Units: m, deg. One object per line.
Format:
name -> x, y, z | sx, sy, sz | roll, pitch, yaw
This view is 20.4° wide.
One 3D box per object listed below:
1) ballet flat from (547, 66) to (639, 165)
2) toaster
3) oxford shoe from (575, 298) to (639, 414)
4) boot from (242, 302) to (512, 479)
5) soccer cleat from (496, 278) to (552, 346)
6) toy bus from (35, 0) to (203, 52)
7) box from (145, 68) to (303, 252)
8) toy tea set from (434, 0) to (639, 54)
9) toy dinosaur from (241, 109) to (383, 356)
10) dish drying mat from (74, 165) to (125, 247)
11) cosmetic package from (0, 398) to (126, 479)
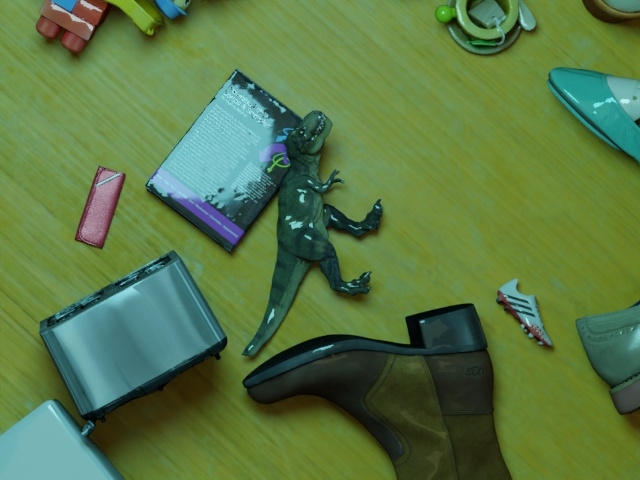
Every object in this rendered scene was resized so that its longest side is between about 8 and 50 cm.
ballet flat -> 0.355, -0.117, 1.893 | 0.247, 0.083, 0.087 | 44, 117, -3
toaster -> -0.190, 0.098, 1.793 | 0.168, 0.185, 0.110 | -29, 97, -5
oxford shoe -> 0.432, 0.042, 1.872 | 0.348, 0.123, 0.130 | -32, 82, -7
boot -> 0.072, 0.229, 1.866 | 0.264, 0.096, 0.280 | -13, 93, -12
soccer cleat -> 0.224, 0.078, 1.900 | 0.035, 0.029, 0.083 | -43, 84, -2
toy bus -> -0.197, -0.285, 1.855 | 0.220, 0.149, 0.211 | 26, 97, -4
box -> -0.093, -0.085, 1.894 | 0.116, 0.029, 0.162 | 38, 85, -1
toy tea set -> 0.221, -0.307, 1.883 | 0.336, 0.124, 0.200 | -14, 86, -5
toy dinosaur -> 0.000, 0.000, 1.877 | 0.118, 0.064, 0.268 | 11, 95, -8
dish drying mat -> -0.234, -0.036, 1.890 | 0.032, 0.008, 0.083 | 18, 84, -3
cosmetic package -> -0.231, 0.368, 1.786 | 0.217, 0.156, 0.385 | -37, 87, -6
